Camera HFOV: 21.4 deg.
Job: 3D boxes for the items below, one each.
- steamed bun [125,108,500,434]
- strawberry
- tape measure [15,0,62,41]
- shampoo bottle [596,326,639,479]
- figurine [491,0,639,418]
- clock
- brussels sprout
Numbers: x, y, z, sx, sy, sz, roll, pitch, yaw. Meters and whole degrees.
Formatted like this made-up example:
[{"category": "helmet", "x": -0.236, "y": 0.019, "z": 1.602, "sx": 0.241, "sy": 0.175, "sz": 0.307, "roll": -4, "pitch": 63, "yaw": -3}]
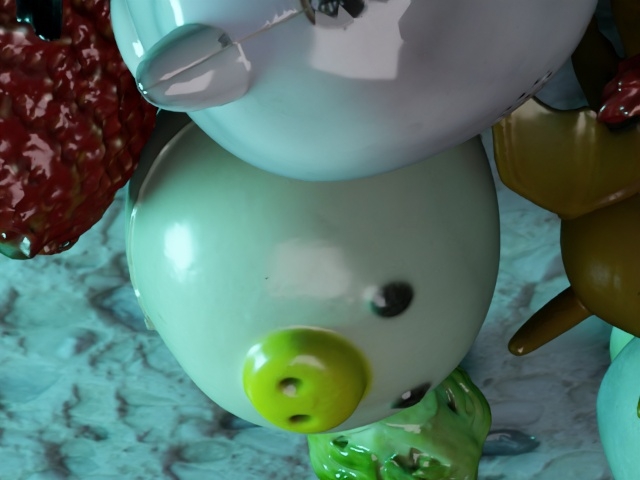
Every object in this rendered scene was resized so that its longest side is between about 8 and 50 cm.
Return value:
[{"category": "steamed bun", "x": -0.003, "y": -0.005, "z": 1.462, "sx": 0.334, "sy": 0.334, "sz": 0.374, "roll": -10, "pitch": 143, "yaw": 3}, {"category": "strawberry", "x": -0.251, "y": -0.173, "z": 1.299, "sx": 0.312, "sy": 0.267, "sz": 0.351, "roll": 30, "pitch": 107, "yaw": -11}, {"category": "tape measure", "x": -0.122, "y": -0.304, "z": 1.079, "sx": 0.215, "sy": 0.351, "sz": 0.098, "roll": -30, "pitch": 135, "yaw": 27}, {"category": "shampoo bottle", "x": 0.450, "y": 0.186, "z": 1.730, "sx": 0.323, "sy": 0.317, "sz": 0.322, "roll": -5, "pitch": 138, "yaw": -5}, {"category": "figurine", "x": 0.301, "y": -0.072, "z": 1.462, "sx": 0.401, "sy": 0.268, "sz": 0.387, "roll": -6, "pitch": 126, "yaw": -17}, {"category": "clock", "x": 0.031, "y": -0.177, "z": 1.130, "sx": 0.368, "sy": 0.376, "sz": 0.250, "roll": -25, "pitch": 106, "yaw": 12}, {"category": "brussels sprout", "x": 0.079, "y": 0.203, "z": 1.829, "sx": 0.223, "sy": 0.161, "sz": 0.223, "roll": 13, "pitch": 138, "yaw": 12}]
